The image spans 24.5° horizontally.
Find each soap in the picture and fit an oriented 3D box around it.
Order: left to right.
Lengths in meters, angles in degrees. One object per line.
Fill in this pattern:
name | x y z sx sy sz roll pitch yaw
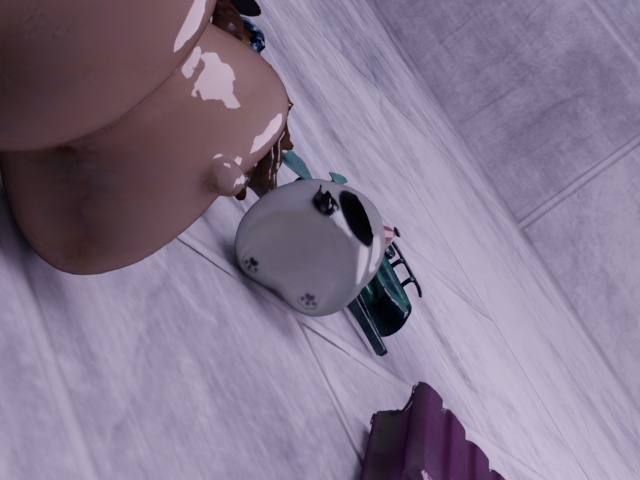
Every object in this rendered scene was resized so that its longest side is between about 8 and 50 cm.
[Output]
soap | 0.086 0.193 1.092 0.122 0.065 0.203 52 12 -6

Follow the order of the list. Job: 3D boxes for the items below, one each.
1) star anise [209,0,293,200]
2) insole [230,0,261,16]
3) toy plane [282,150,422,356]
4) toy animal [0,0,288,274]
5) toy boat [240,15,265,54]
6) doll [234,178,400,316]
star anise | -0.100 -0.146 1.266 0.292 0.109 0.349 53 12 24
insole | -0.165 -0.285 1.497 0.322 0.007 0.109 11 36 -54
toy plane | 0.025 0.010 1.420 0.096 0.060 0.235 7 50 -55
toy animal | -0.131 -0.097 0.810 0.221 0.210 0.229 46 -24 -7
toy boat | -0.093 -0.210 1.572 0.061 0.060 0.137 37 8 18
doll | -0.003 0.003 1.216 0.110 0.107 0.181 33 4 7
